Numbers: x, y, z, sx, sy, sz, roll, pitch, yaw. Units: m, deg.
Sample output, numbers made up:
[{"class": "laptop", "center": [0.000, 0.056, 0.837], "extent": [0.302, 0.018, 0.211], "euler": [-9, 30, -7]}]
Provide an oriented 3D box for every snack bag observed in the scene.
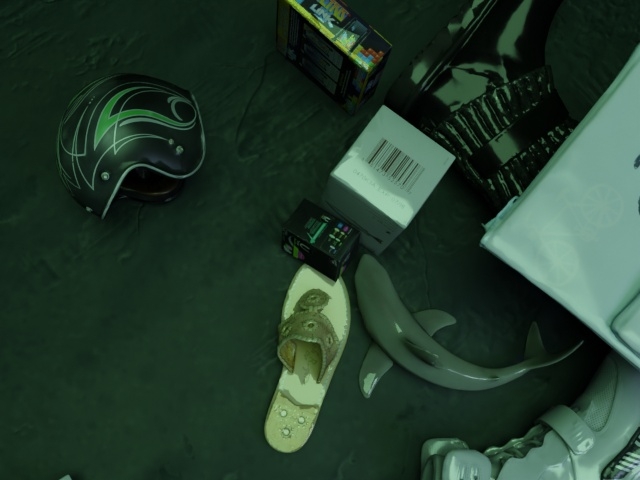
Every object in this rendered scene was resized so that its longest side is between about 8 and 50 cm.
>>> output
[{"class": "snack bag", "center": [0.390, -0.017, 0.892], "extent": [0.342, 0.037, 0.323], "euler": [39, 80, 9]}]

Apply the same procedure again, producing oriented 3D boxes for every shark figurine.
[{"class": "shark figurine", "center": [0.155, 0.136, 1.026], "extent": [0.278, 0.116, 0.166], "euler": [21, 80, 1]}]

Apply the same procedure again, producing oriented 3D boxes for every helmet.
[{"class": "helmet", "center": [-0.230, -0.112, 1.009], "extent": [0.161, 0.169, 0.170], "euler": [-5, 80, -22]}]

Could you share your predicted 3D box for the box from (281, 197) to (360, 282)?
[{"class": "box", "center": [0.000, 0.000, 1.048], "extent": [0.083, 0.062, 0.052], "euler": [31, 66, 12]}]

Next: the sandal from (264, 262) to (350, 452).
[{"class": "sandal", "center": [-0.013, 0.135, 1.024], "extent": [0.088, 0.079, 0.240], "euler": [14, 79, -2]}]

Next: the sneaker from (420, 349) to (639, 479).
[{"class": "sneaker", "center": [0.247, 0.250, 0.997], "extent": [0.210, 0.137, 0.366], "euler": [29, 82, -2]}]

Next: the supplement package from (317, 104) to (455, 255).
[{"class": "supplement package", "center": [0.071, -0.065, 1.017], "extent": [0.105, 0.179, 0.105], "euler": [35, 78, 2]}]

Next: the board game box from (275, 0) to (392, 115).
[{"class": "board game box", "center": [0.011, -0.238, 1.049], "extent": [0.141, 0.170, 0.048], "euler": [43, 81, 3]}]

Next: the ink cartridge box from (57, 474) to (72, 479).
[{"class": "ink cartridge box", "center": [-0.315, 0.332, 0.944], "extent": [0.122, 0.052, 0.089], "euler": [-27, 82, -45]}]

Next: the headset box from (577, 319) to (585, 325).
[{"class": "headset box", "center": [0.462, 0.080, 1.008], "extent": [0.293, 0.218, 0.110], "euler": [22, 77, -2]}]

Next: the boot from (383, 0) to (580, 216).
[{"class": "boot", "center": [0.280, -0.203, 1.084], "extent": [0.260, 0.131, 0.348], "euler": [42, 89, 10]}]
